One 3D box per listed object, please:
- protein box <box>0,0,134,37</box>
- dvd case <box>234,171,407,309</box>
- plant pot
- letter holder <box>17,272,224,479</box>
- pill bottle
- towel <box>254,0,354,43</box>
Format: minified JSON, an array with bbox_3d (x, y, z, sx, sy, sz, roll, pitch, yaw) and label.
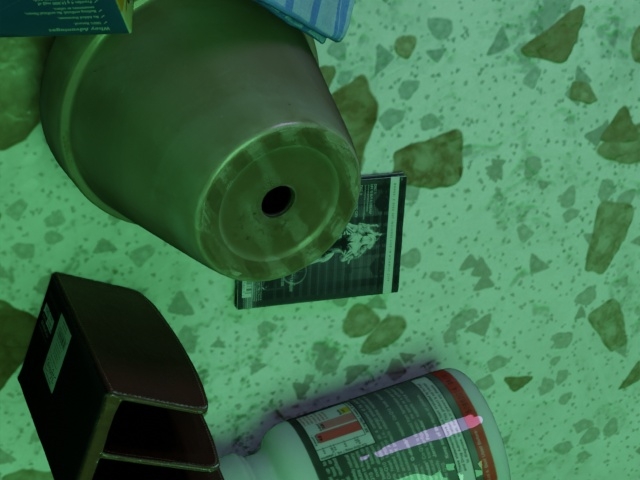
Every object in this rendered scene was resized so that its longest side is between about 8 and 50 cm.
[{"bbox_3d":[-0.296,-0.304,1.400,0.200,0.136,0.201,-1,160,4],"label":"protein box"},{"bbox_3d":[0.000,0.000,1.818,0.221,0.018,0.164,-5,114,-19],"label":"dvd case"},{"bbox_3d":[-0.103,-0.110,1.538,0.323,0.280,0.323,-17,129,-22],"label":"plant pot"},{"bbox_3d":[-0.201,0.183,1.657,0.214,0.302,0.152,12,108,-26],"label":"letter holder"},{"bbox_3d":[0.044,0.313,1.870,0.363,0.210,0.210,-16,118,-14],"label":"pill bottle"},{"bbox_3d":[0.010,-0.356,1.459,0.209,0.034,0.285,18,88,-63],"label":"towel"}]
